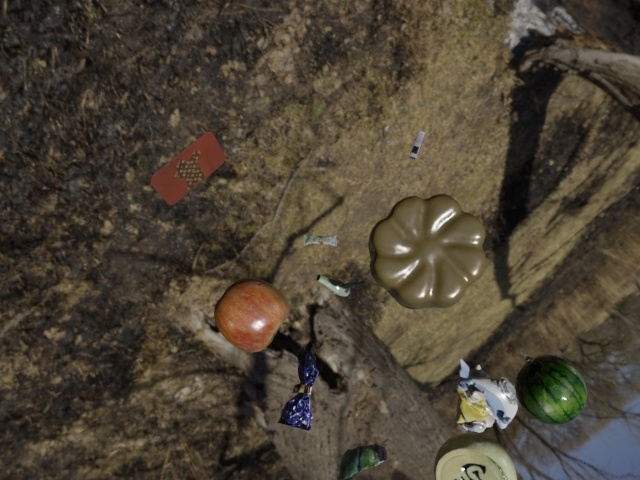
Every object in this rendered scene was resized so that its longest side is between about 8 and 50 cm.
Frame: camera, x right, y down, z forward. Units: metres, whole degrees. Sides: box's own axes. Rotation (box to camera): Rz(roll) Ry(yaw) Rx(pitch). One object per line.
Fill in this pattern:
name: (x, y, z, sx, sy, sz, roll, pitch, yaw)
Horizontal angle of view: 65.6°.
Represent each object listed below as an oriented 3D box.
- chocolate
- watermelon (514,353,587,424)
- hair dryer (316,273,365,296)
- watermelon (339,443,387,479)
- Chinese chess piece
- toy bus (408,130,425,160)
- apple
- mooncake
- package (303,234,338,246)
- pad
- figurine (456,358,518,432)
chocolate: (-0.063, 0.556, 1.916, 0.148, 0.126, 0.343, 38, 65, -66)
watermelon: (0.647, 0.416, 1.421, 0.188, 0.214, 0.188, -42, 175, -4)
hair dryer: (0.076, 0.176, 2.070, 0.167, 0.067, 0.199, 21, 157, -13)
watermelon: (0.126, 0.611, 1.398, 0.139, 0.071, 0.187, 4, 143, -40)
Chinese chess piece: (0.481, 0.732, 1.553, 0.250, 0.250, 0.101, -51, 165, 27)
toy bus: (0.435, -0.428, 2.235, 0.052, 0.037, 0.130, 30, 80, -84)
apple: (-0.184, 0.194, 1.319, 0.188, 0.174, 0.188, -52, 174, -8)
mooncake: (0.334, 0.034, 1.568, 0.378, 0.378, 0.201, -36, 170, -3)
package: (0.000, 0.000, 1.549, 0.110, 0.037, 0.015, 2, 160, 11)
pad: (-0.447, -0.244, 1.698, 0.267, 0.004, 0.181, -43, 154, -12)
figurine: (0.410, 0.406, 1.267, 0.184, 0.208, 0.128, -37, -168, 34)
